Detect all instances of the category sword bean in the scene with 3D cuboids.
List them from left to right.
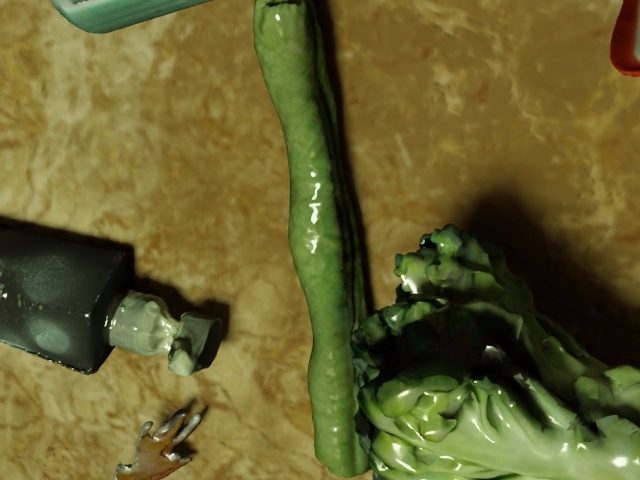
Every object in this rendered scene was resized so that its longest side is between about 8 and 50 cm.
[{"bbox_3d":[0.000,-0.001,0.687,0.038,0.043,0.269,4,117,27],"label":"sword bean"}]

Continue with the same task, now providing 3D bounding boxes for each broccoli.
[{"bbox_3d":[0.160,0.096,0.598,0.304,0.145,0.165,15,132,21],"label":"broccoli"}]

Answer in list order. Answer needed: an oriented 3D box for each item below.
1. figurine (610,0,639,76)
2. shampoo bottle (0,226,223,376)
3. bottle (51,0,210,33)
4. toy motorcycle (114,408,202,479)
[{"bbox_3d":[0.242,-0.026,0.530,0.183,0.160,0.226,-12,119,27],"label":"figurine"},{"bbox_3d":[-0.155,0.033,0.755,0.207,0.063,0.057,14,130,15],"label":"shampoo bottle"},{"bbox_3d":[0.004,-0.164,0.583,0.286,0.082,0.082,-12,110,27],"label":"bottle"},{"bbox_3d":[-0.161,0.275,0.839,0.207,0.134,0.401,30,123,-1],"label":"toy motorcycle"}]
